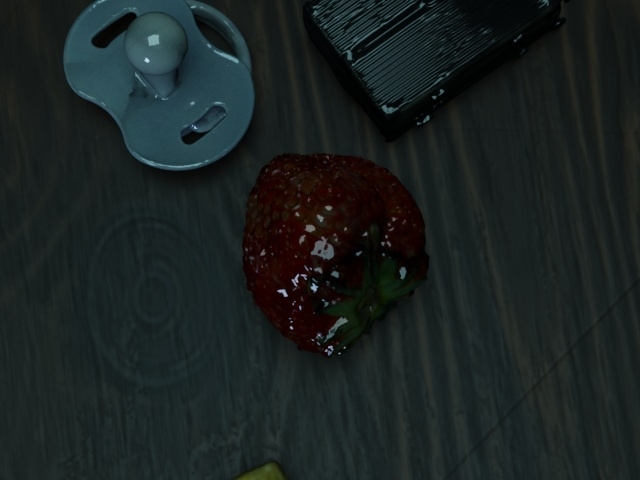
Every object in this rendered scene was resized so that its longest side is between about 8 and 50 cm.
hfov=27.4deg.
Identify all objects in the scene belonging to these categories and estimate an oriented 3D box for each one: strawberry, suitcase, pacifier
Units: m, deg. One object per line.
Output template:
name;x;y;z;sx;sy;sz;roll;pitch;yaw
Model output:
strawberry;0.000;0.000;1.799;0.288;0.250;0.238;50;118;30
suitcase;0.164;-0.327;1.883;0.335;0.152;0.229;-35;80;-5
pacifier;-0.216;-0.253;1.833;0.244;0.233;0.299;-42;83;-10

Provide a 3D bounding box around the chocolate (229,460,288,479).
chocolate;-0.009;0.510;1.738;0.162;0.162;0.445;-27;77;-4
